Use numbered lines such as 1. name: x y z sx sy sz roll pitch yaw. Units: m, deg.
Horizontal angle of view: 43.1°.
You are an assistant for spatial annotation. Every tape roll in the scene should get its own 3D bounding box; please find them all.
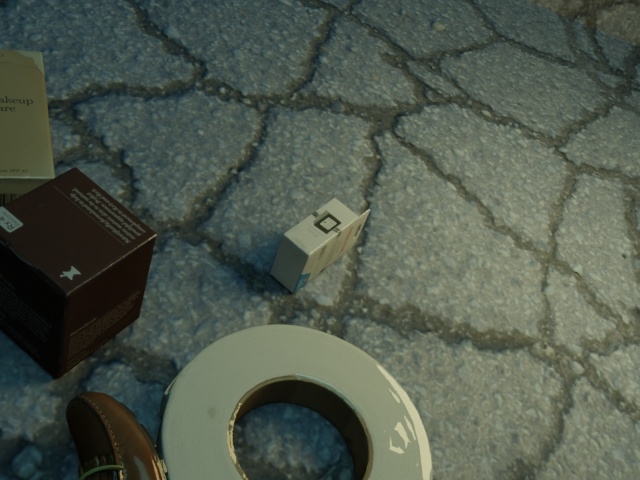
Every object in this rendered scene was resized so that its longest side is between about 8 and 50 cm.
1. tape roll: -0.036 0.294 1.130 0.392 0.072 0.392 11 47 -12

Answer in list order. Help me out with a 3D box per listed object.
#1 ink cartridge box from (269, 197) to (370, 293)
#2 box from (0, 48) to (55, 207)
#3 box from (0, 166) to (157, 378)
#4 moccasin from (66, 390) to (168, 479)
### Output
1. ink cartridge box: 0.000 0.000 1.390 0.060 0.104 0.180 38 46 16
2. box: -0.520 -0.171 1.327 0.148 0.121 0.311 -3 51 -23
3. box: -0.357 0.047 1.136 0.168 0.203 0.167 38 47 14
4. moccasin: -0.250 0.356 0.956 0.147 0.139 0.380 -1 59 -34
